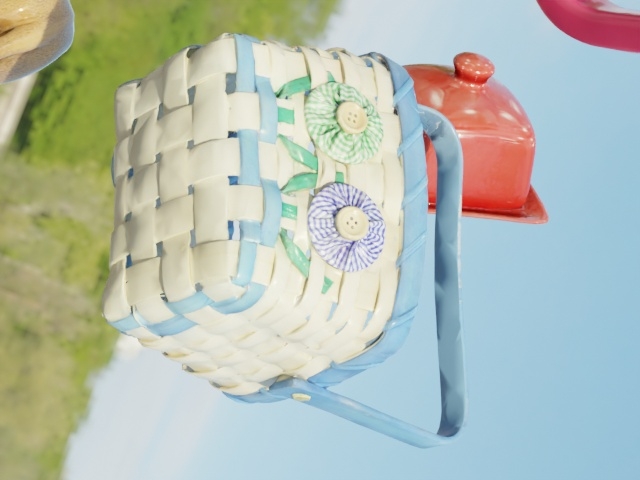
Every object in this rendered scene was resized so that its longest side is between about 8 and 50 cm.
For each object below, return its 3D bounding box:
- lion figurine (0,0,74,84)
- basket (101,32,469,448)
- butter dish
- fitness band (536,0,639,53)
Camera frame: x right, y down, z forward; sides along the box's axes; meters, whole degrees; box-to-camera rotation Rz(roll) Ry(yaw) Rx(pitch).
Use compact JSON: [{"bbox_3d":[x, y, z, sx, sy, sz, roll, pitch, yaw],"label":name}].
[{"bbox_3d":[-0.260,-0.210,1.466,0.392,0.240,0.142,-96,175,-50],"label":"lion figurine"},{"bbox_3d":[0.000,0.000,1.203,0.201,0.289,0.255,-18,-115,37],"label":"basket"},{"bbox_3d":[0.109,-0.098,1.430,0.160,0.159,0.118,-116,-141,-51],"label":"butter dish"},{"bbox_3d":[0.239,-0.237,1.250,0.291,0.054,0.209,20,-64,59],"label":"fitness band"}]
